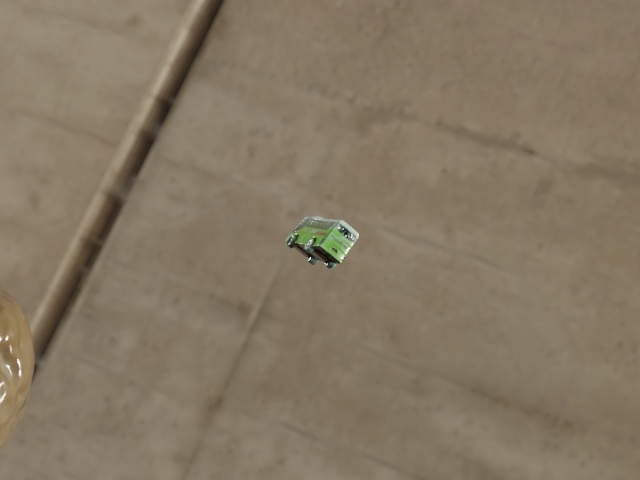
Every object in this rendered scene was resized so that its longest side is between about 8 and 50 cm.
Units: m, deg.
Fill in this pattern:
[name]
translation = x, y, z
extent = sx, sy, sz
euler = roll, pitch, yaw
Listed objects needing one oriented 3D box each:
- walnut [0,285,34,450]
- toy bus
[walnut]
translation = -0.456, 0.144, 1.866
extent = 0.273, 0.273, 0.227
euler = 20, -1, 17
[toy bus]
translation = 0.000, 0.000, 1.428
extent = 0.031, 0.037, 0.083
euler = 38, -10, -19
